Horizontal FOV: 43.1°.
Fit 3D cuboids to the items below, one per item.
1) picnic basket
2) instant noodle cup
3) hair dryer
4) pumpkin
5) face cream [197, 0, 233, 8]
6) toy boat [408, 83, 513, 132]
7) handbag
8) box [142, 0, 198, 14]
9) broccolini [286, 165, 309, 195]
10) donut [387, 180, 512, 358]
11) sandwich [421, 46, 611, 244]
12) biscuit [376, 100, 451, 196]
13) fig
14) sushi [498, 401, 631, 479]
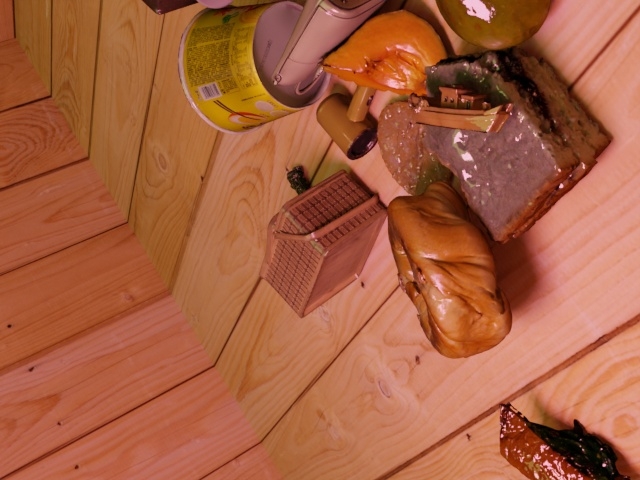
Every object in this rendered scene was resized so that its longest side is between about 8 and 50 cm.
[{"bbox_3d":[0.000,0.000,1.938,0.175,0.228,0.313,45,146,18],"label":"picnic basket"},{"bbox_3d":[-0.129,-0.394,1.807,0.221,0.311,0.311,2,114,46],"label":"instant noodle cup"},{"bbox_3d":[0.084,-0.314,1.722,0.135,0.090,0.279,53,143,24],"label":"hair dryer"},{"bbox_3d":[0.137,-0.363,1.559,0.253,0.130,0.149,15,99,9],"label":"pumpkin"},{"bbox_3d":[-0.230,-0.575,1.769,0.117,0.117,0.104,103,168,-49],"label":"face cream"},{"bbox_3d":[0.223,-0.217,1.311,0.206,0.064,0.072,17,110,50],"label":"toy boat"},{"bbox_3d":[0.008,-0.409,1.598,0.109,0.241,0.315,50,144,4],"label":"handbag"},{"bbox_3d":[-0.311,-0.657,1.885,0.184,0.273,0.143,46,146,30],"label":"box"},{"bbox_3d":[-0.025,-0.080,2.116,0.054,0.051,0.239,-11,105,51],"label":"broccolini"},{"bbox_3d":[0.246,0.062,1.569,0.360,0.170,0.360,159,90,-89],"label":"donut"},{"bbox_3d":[0.303,-0.190,1.394,0.325,0.131,0.262,57,152,16],"label":"sandwich"},{"bbox_3d":[0.193,-0.187,1.680,0.220,0.033,0.220,39,144,36],"label":"biscuit"},{"bbox_3d":[0.260,-0.397,1.264,0.181,0.191,0.181,-31,50,47],"label":"fig"},{"bbox_3d":[0.478,0.428,1.594,0.287,0.149,0.140,38,108,38],"label":"sushi"}]
